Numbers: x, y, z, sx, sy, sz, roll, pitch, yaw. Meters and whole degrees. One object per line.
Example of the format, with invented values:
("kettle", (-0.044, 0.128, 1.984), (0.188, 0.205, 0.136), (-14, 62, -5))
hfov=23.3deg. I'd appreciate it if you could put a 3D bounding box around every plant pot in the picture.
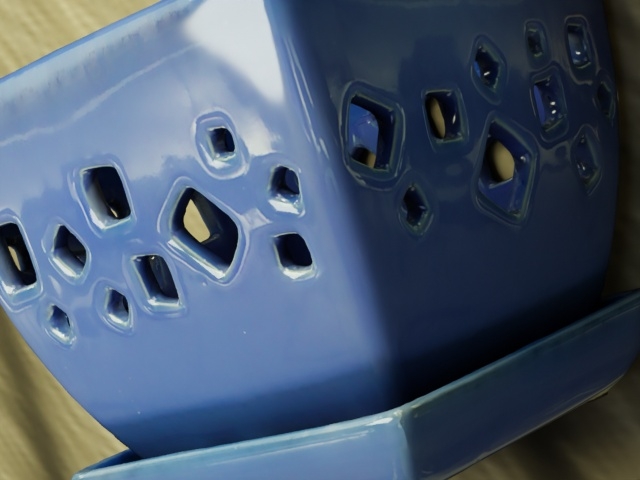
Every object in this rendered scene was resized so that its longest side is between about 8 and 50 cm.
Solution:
("plant pot", (0.000, 0.000, 0.695), (0.236, 0.236, 0.212), (-16, 91, 42))
